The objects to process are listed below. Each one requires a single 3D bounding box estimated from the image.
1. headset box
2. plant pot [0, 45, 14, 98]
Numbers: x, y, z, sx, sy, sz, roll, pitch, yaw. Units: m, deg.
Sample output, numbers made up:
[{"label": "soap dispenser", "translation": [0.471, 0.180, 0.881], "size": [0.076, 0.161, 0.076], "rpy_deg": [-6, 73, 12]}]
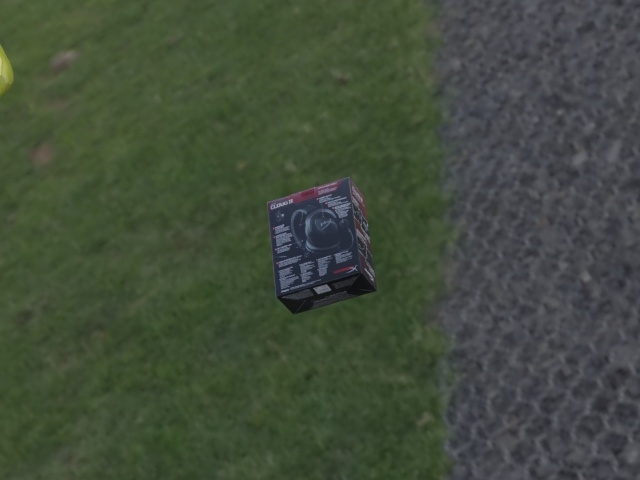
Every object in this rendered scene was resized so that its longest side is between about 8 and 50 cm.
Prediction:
[{"label": "headset box", "translation": [0.000, 0.000, 0.931], "size": [0.062, 0.032, 0.083], "rpy_deg": [-17, 56, 15]}, {"label": "plant pot", "translation": [-0.212, -0.064, 0.280], "size": [0.228, 0.227, 0.207], "rpy_deg": [-34, -2, 6]}]
